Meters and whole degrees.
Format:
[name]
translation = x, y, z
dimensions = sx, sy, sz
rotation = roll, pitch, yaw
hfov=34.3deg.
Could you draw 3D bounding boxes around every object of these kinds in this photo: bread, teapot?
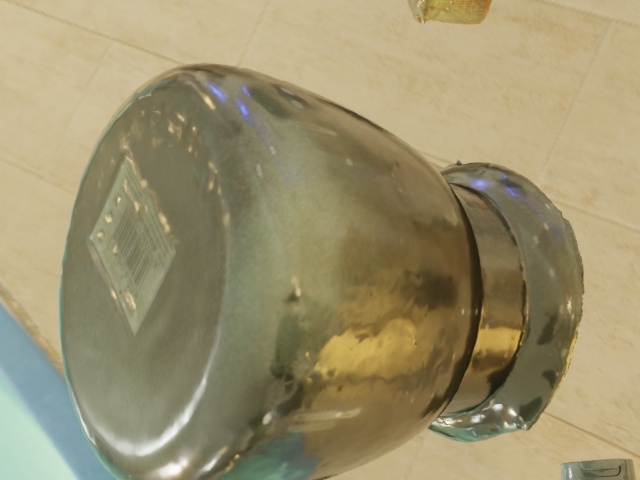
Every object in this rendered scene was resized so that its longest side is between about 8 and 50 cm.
[bread]
translation = 0.202, -0.434, 1.531
dimensions = 0.145, 0.268, 0.269
rotation = 13, 81, 2
[teapot]
translation = -0.002, 0.024, 0.626
dimensions = 0.305, 0.285, 0.224
rotation = 18, 99, 53

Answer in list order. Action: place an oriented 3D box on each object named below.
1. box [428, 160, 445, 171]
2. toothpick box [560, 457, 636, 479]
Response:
[box]
translation = 0.140, 0.012, 1.245
dimensions = 0.106, 0.203, 0.252
rotation = -49, 41, 26
[toothpick box]
translation = 0.198, 0.197, 0.726
dimensions = 0.052, 0.052, 0.083
rotation = -10, 74, 21
